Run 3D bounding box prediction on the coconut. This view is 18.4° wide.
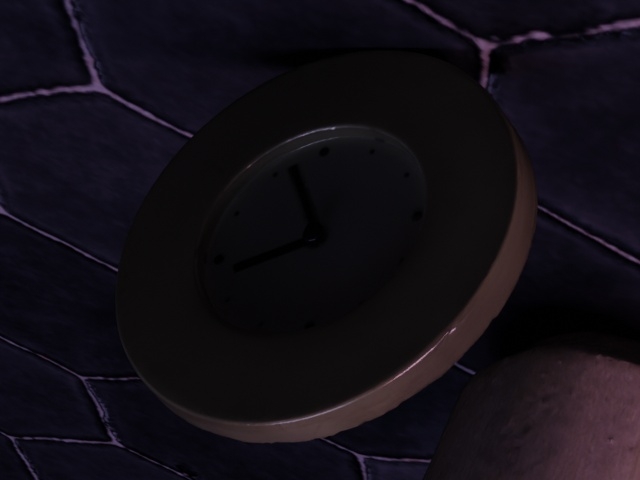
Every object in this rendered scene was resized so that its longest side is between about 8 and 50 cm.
[{"bbox_3d":[0.170,0.202,1.264,0.237,0.266,0.237,20,147,13],"label":"coconut"}]

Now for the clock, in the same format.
[{"bbox_3d":[0.000,0.000,1.031,0.235,0.235,0.029,4,148,34],"label":"clock"}]
